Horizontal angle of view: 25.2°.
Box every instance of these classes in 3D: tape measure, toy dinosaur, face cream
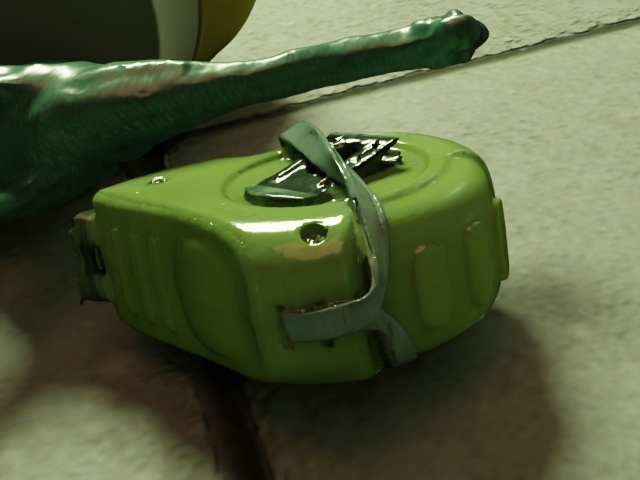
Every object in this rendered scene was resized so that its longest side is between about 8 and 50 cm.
[{"bbox_3d":[0.000,0.000,0.692,0.175,0.106,0.200,-21,20,-31],"label":"tape measure"},{"bbox_3d":[-0.122,-0.073,0.862,0.331,0.129,0.383,-15,7,-23],"label":"toy dinosaur"},{"bbox_3d":[-0.168,-0.181,0.968,0.218,0.218,0.179,2,29,21],"label":"face cream"}]
